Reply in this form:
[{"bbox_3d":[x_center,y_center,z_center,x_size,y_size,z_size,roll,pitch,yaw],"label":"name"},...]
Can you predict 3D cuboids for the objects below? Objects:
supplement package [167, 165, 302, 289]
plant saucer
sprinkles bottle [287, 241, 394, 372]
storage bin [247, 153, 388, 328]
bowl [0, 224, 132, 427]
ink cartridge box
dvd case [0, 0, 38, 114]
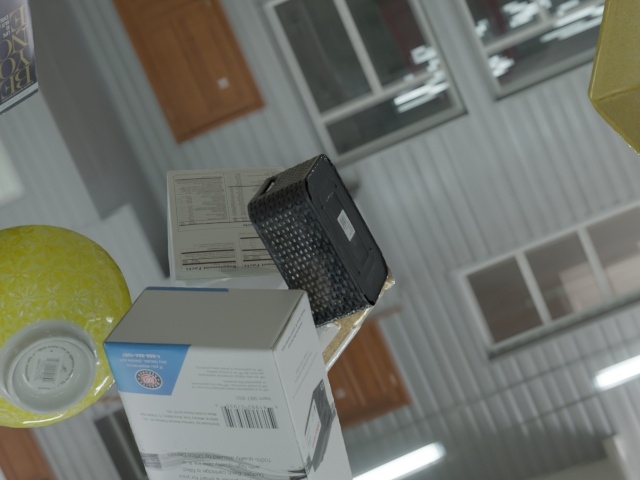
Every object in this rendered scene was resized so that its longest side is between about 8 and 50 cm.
[{"bbox_3d":[-0.143,0.040,2.187,0.198,0.199,0.262,-3,-138,-8],"label":"supplement package"},{"bbox_3d":[0.469,-0.189,1.619,0.081,0.333,0.332,-27,147,-16],"label":"plant saucer"},{"bbox_3d":[-0.039,0.158,1.949,0.355,0.121,0.121,-54,-179,16],"label":"sprinkles bottle"},{"bbox_3d":[0.000,0.000,1.658,0.084,0.180,0.122,-22,-164,22],"label":"storage bin"},{"bbox_3d":[-0.369,0.140,1.772,0.289,0.289,0.156,-26,-147,-12],"label":"bowl"},{"bbox_3d":[-0.104,0.216,1.658,0.223,0.307,0.129,0,-148,22],"label":"ink cartridge box"},{"bbox_3d":[-0.441,-0.235,1.768,0.164,0.018,0.221,-40,156,-31],"label":"dvd case"}]
